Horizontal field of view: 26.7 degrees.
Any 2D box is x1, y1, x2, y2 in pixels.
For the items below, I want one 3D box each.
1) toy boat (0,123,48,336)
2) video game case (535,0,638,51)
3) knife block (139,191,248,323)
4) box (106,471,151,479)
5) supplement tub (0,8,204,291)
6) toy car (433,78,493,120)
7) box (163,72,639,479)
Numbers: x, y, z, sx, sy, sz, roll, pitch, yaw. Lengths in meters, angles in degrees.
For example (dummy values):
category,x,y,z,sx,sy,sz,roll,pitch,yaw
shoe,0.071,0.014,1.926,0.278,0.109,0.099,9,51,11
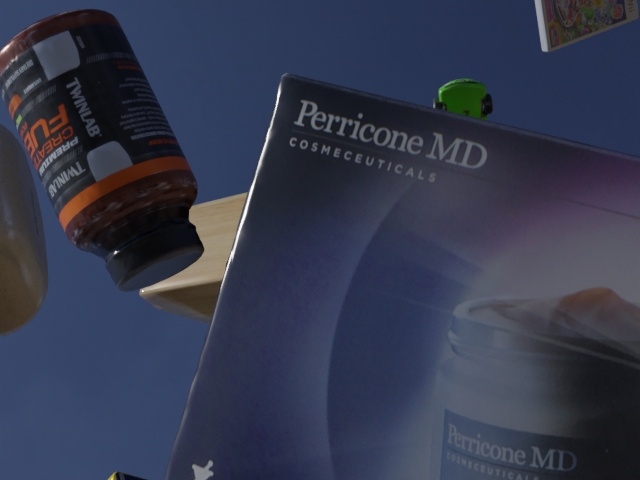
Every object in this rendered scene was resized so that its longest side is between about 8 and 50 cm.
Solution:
category,x,y,z,sx,sy,sz,roll,pitch,yaw
toy boat,-0.384,-0.067,1.369,0.148,0.267,0.318,-16,-47,-3
video game case,0.253,-0.238,1.281,0.122,0.011,0.087,-23,-68,-28
knife block,0.000,0.000,1.055,0.275,0.088,0.242,16,-29,2
box,-0.099,0.229,1.018,0.169,0.054,0.059,23,-58,-37
supplement tub,-0.158,-0.064,0.992,0.106,0.198,0.106,-26,-12,-6
toy car,0.161,-0.089,1.465,0.239,0.053,0.225,-6,-50,4
box,0.095,0.100,0.677,0.183,0.296,0.294,25,-100,-71
